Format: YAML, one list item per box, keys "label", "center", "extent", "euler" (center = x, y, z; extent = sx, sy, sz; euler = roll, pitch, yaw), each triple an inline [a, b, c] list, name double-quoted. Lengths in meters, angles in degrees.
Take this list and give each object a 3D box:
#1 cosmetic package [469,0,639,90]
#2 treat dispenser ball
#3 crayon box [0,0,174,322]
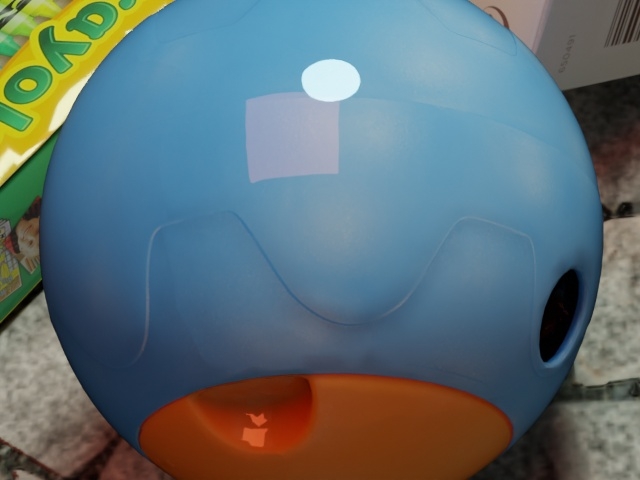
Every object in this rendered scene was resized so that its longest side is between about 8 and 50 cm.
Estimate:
- label: "cosmetic package"
  center: [0.091, -0.288, 1.067]
  extent: [0.230, 0.161, 0.453]
  euler: [-15, 43, -34]
- label: "treat dispenser ball"
  center: [0.000, 0.000, 0.825]
  extent: [0.288, 0.288, 0.288]
  euler: [-8, 50, 9]
- label: "crayon box"
  center: [-0.246, -0.133, 1.118]
  extent: [0.313, 0.106, 0.363]
  euler: [24, 61, 31]
